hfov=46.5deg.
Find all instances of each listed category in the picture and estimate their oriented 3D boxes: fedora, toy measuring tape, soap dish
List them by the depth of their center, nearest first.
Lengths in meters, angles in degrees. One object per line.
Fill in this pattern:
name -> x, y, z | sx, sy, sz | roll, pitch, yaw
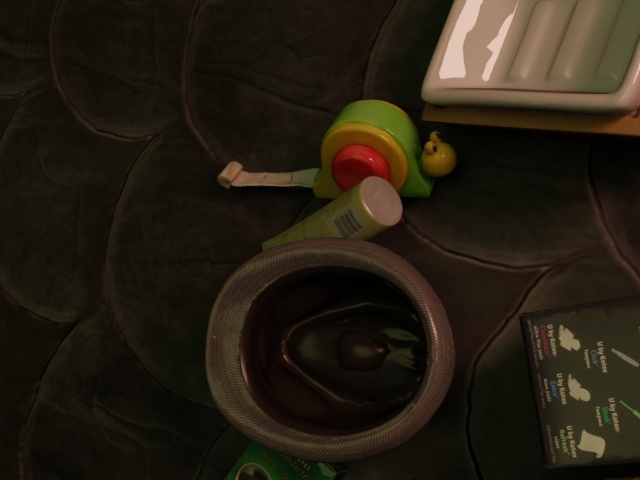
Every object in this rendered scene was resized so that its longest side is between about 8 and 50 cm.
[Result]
soap dish -> 0.257, -0.211, 0.767 | 0.291, 0.118, 0.228 | 18, 86, 55
fedora -> 0.020, 0.124, 0.852 | 0.276, 0.124, 0.243 | -5, 78, 17
toy measuring tape -> 0.004, -0.113, 0.915 | 0.330, 0.121, 0.121 | 4, 80, 27

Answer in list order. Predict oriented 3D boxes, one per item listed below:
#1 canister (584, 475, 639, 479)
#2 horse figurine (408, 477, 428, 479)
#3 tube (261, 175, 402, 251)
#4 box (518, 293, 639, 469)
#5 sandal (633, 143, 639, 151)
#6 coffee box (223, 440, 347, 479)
canister -> 0.281, 0.273, 0.690 | 0.170, 0.126, 0.073 | -14, 32, 25
horse figurine -> 0.172, 0.349, 0.719 | 0.066, 0.174, 0.263 | -34, 52, 20
tube -> 0.000, 0.000, 0.901 | 0.240, 0.062, 0.070 | -34, 20, 45
box -> 0.338, 0.121, 0.669 | 0.271, 0.165, 0.143 | -13, 72, 24
sandal -> 0.415, -0.211, 0.757 | 0.302, 0.086, 0.120 | -65, 17, 3
coffee box -> -0.063, 0.312, 0.898 | 0.113, 0.040, 0.184 | 37, 96, 28
